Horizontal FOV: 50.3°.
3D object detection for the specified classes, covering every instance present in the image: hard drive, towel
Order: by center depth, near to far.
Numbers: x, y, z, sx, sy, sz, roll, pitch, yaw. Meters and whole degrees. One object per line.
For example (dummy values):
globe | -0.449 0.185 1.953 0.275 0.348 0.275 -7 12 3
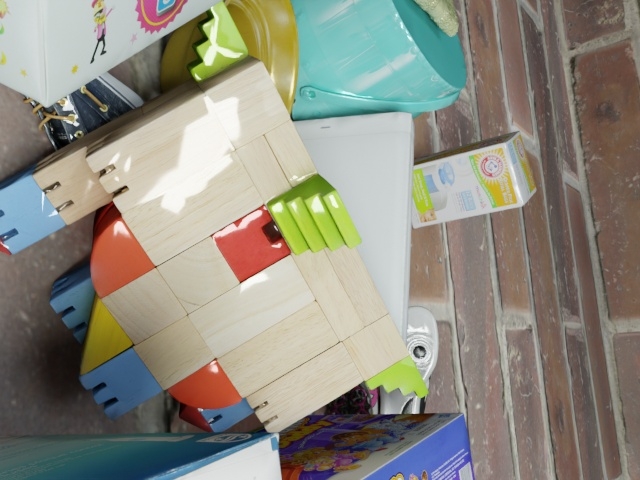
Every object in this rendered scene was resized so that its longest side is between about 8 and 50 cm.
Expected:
hard drive | 0.000 0.000 0.773 0.040 0.203 0.308 56 35 -60
towel | 0.137 -0.342 0.883 0.110 0.027 0.148 26 47 -49

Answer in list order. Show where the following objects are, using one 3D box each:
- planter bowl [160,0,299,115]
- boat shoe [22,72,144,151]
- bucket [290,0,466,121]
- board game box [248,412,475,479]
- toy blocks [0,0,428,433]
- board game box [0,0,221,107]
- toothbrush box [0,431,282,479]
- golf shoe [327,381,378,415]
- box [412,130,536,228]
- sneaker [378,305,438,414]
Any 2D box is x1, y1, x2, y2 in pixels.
planter bowl | -0.108 -0.175 0.734 0.217 0.090 0.217 14 90 -71
boat shoe | -0.227 -0.122 0.589 0.183 0.065 0.083 33 53 -49
bucket | 0.063 -0.269 0.923 0.281 0.183 0.281 36 42 -41
board game box | -0.035 0.238 0.619 0.347 0.233 0.078 -3 84 -57
toy blocks | -0.105 0.035 0.578 0.381 0.261 0.191 62 -5 -25
board game box | -0.225 -0.227 0.429 0.224 0.303 0.097 -55 168 -47
toothbrush box | -0.161 0.226 0.377 0.126 0.295 0.216 2 80 -55
golf shoe | 0.052 0.193 0.915 0.086 0.067 0.186 11 71 -57
box | 0.253 -0.105 1.184 0.103 0.203 0.114 -34 109 -55
sneaker | 0.116 0.199 0.976 0.121 0.079 0.217 43 57 -84
